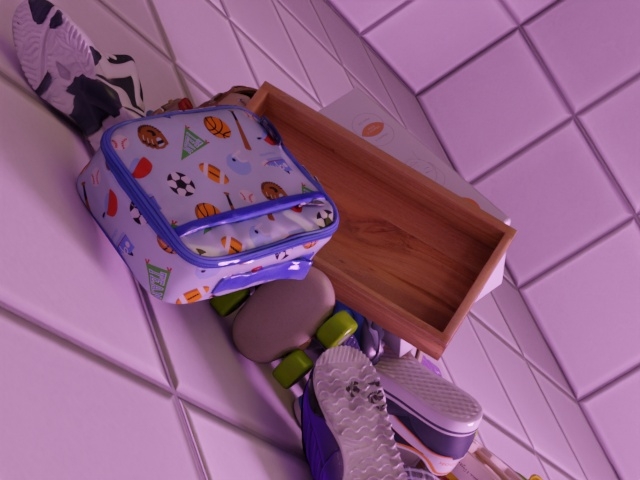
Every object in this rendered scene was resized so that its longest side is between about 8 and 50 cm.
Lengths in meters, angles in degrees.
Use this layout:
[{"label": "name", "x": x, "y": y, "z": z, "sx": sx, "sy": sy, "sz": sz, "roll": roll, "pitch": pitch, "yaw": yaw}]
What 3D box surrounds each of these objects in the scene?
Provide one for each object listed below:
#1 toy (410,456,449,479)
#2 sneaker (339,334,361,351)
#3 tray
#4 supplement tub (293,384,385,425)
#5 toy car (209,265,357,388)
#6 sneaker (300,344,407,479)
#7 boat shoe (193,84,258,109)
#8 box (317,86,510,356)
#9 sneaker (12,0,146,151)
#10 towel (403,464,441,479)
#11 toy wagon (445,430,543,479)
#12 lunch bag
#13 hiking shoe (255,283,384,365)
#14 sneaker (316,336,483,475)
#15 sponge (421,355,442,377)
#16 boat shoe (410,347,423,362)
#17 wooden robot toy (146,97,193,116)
[{"label": "toy", "x": 0.189, "y": 0.393, "z": 2.158, "sx": 0.137, "sy": 0.056, "sz": 0.237, "roll": 56, "pitch": 14, "yaw": 3}, {"label": "sneaker", "x": 0.025, "y": 0.188, "z": 1.954, "sx": 0.053, "sy": 0.059, "sz": 0.144, "roll": -43, "pitch": 137, "yaw": -53}, {"label": "tray", "x": 0.040, "y": -0.029, "z": 1.955, "sx": 0.411, "sy": 0.203, "sz": 0.076, "roll": 32, "pitch": -24, "yaw": 7}, {"label": "supplement tub", "x": 0.025, "y": 0.215, "z": 1.888, "sx": 0.071, "sy": 0.107, "sz": 0.071, "roll": 52, "pitch": 14, "yaw": -19}, {"label": "toy car", "x": -0.039, "y": 0.102, "z": 1.891, "sx": 0.155, "sy": 0.149, "sz": 0.188, "roll": 49, "pitch": 1, "yaw": 10}, {"label": "sneaker", "x": 0.036, "y": 0.288, "z": 1.774, "sx": 0.146, "sy": 0.102, "sz": 0.293, "roll": 134, "pitch": -49, "yaw": -64}, {"label": "boat shoe", "x": -0.141, "y": -0.175, "z": 2.171, "sx": 0.123, "sy": 0.116, "sz": 0.324, "roll": 54, "pitch": 14, "yaw": -15}, {"label": "box", "x": 0.086, "y": -0.033, "z": 2.139, "sx": 0.345, "sy": 0.215, "sz": 0.168, "roll": 44, "pitch": -24, "yaw": 29}, {"label": "sneaker", "x": -0.298, "y": -0.215, "z": 1.794, "sx": 0.235, "sy": 0.094, "sz": 0.153, "roll": 47, "pitch": 11, "yaw": -20}, {"label": "towel", "x": 0.173, "y": 0.453, "z": 1.837, "sx": 0.283, "sy": 0.121, "sz": 0.235, "roll": 48, "pitch": 17, "yaw": -31}, {"label": "toy wagon", "x": 0.296, "y": 0.390, "z": 2.221, "sx": 0.267, "sy": 0.068, "sz": 0.344, "roll": 42, "pitch": 4, "yaw": 29}, {"label": "lunch bag", "x": -0.123, "y": -0.045, "z": 1.717, "sx": 0.303, "sy": 0.115, "sz": 0.243, "roll": -16, "pitch": 60, "yaw": -48}, {"label": "hiking shoe", "x": -0.030, "y": 0.068, "z": 2.039, "sx": 0.304, "sy": 0.132, "sz": 0.113, "roll": 56, "pitch": -24, "yaw": 7}, {"label": "sneaker", "x": 0.095, "y": 0.225, "z": 2.111, "sx": 0.126, "sy": 0.127, "sz": 0.321, "roll": -12, "pitch": 39, "yaw": -40}, {"label": "sponge", "x": 0.201, "y": 0.284, "z": 2.494, "sx": 0.117, "sy": 0.031, "sz": 0.210, "roll": 43, "pitch": 19, "yaw": -43}, {"label": "boat shoe", "x": 0.103, "y": 0.111, "z": 2.284, "sx": 0.103, "sy": 0.113, "sz": 0.302, "roll": 53, "pitch": 32, "yaw": -38}, {"label": "wooden robot toy", "x": -0.208, "y": -0.149, "z": 2.000, "sx": 0.173, "sy": 0.076, "sz": 0.079, "roll": -75, "pitch": 141, "yaw": -71}]
